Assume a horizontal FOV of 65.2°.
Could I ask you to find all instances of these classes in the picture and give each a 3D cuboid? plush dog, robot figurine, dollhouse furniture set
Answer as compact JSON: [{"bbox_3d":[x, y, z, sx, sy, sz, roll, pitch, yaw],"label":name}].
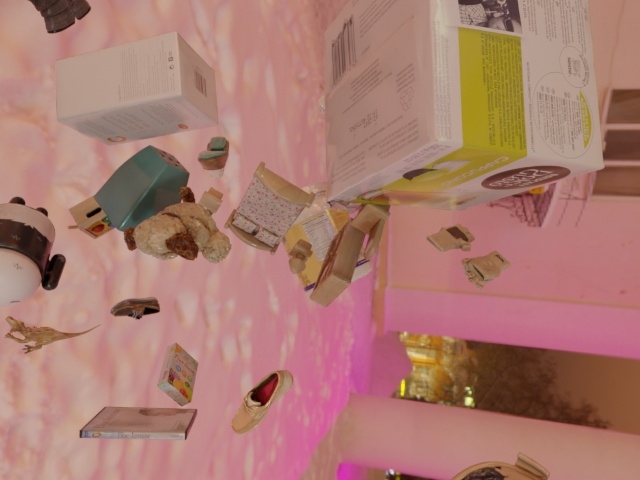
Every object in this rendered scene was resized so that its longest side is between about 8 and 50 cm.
[{"bbox_3d":[-0.402,-0.025,1.366,0.225,0.262,0.211,-43,133,-64],"label":"plush dog"},{"bbox_3d":[-0.741,0.026,1.192,0.174,0.208,0.278,100,-16,-45],"label":"robot figurine"},{"bbox_3d":[-0.083,-0.037,1.049,0.303,0.355,0.174,-50,-166,48],"label":"dollhouse furniture set"}]

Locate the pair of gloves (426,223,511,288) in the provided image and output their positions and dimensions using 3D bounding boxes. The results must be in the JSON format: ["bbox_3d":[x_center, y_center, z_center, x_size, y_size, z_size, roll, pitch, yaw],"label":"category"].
[{"bbox_3d":[0.467,0.041,1.595,0.204,0.240,0.042,-24,149,-44],"label":"pair of gloves"}]

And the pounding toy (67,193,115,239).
[{"bbox_3d":[-0.745,-0.055,1.671,0.094,0.181,0.206,56,-10,10],"label":"pounding toy"}]

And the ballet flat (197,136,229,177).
[{"bbox_3d":[-0.430,-0.329,2.051,0.342,0.116,0.124,-104,-168,-65],"label":"ballet flat"}]

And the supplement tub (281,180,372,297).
[{"bbox_3d":[0.000,0.000,1.636,0.332,0.240,0.241,64,13,5],"label":"supplement tub"}]

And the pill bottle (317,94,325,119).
[{"bbox_3d":[0.024,-0.400,1.497,0.116,0.065,0.065,-61,154,-85],"label":"pill bottle"}]

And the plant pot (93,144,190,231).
[{"bbox_3d":[-0.518,-0.154,1.508,0.234,0.166,0.165,-50,154,10],"label":"plant pot"}]

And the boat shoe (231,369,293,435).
[{"bbox_3d":[-0.132,0.334,1.046,0.170,0.063,0.059,-49,147,-1],"label":"boat shoe"}]

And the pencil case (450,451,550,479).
[{"bbox_3d":[0.255,0.490,0.662,0.183,0.159,0.411,-35,122,-46],"label":"pencil case"}]

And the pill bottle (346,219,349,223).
[{"bbox_3d":[0.084,-0.015,1.451,0.083,0.043,0.043,-65,161,-12],"label":"pill bottle"}]

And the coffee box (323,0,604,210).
[{"bbox_3d":[0.223,-0.255,0.870,0.337,0.333,0.339,161,-71,-63],"label":"coffee box"}]

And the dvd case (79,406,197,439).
[{"bbox_3d":[-0.456,0.466,1.285,0.180,0.252,0.022,180,-87,-85],"label":"dvd case"}]

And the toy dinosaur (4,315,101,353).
[{"bbox_3d":[-0.517,0.181,0.946,0.183,0.092,0.053,28,52,-59],"label":"toy dinosaur"}]

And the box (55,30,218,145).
[{"bbox_3d":[-0.474,-0.384,1.315,0.215,0.344,0.169,28,55,-76],"label":"box"}]

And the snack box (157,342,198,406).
[{"bbox_3d":[-0.385,0.362,1.360,0.100,0.037,0.141,55,14,-29],"label":"snack box"}]

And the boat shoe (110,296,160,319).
[{"bbox_3d":[-0.670,0.251,1.828,0.183,0.066,0.066,-10,140,-45],"label":"boat shoe"}]

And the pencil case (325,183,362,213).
[{"bbox_3d":[0.118,-0.145,1.234,0.124,0.273,0.114,-19,89,-31],"label":"pencil case"}]

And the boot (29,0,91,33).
[{"bbox_3d":[-0.852,-0.721,1.496,0.338,0.118,0.223,-44,148,-32],"label":"boot"}]
